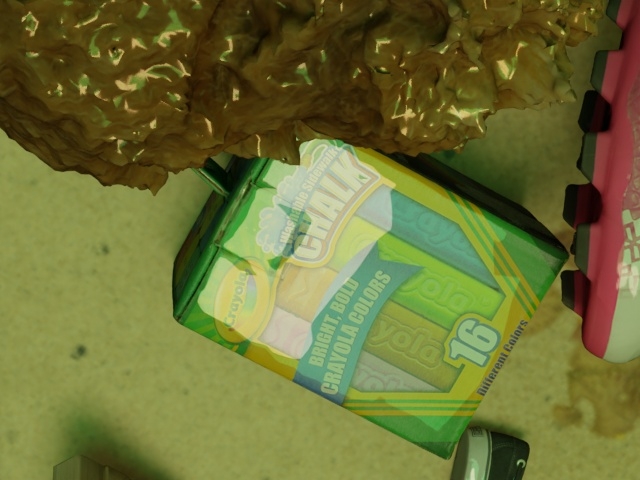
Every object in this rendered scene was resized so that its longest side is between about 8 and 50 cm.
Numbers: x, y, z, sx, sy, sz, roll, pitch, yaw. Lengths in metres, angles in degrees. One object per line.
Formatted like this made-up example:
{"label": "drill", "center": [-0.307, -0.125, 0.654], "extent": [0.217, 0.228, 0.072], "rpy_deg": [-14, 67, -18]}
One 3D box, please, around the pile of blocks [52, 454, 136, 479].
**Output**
{"label": "pile of blocks", "center": [-0.104, 0.304, 0.838], "extent": [0.113, 0.149, 0.362], "rpy_deg": [-28, 72, 27]}

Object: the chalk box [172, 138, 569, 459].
{"label": "chalk box", "center": [0.000, 0.000, 0.839], "extent": [0.213, 0.132, 0.132], "rpy_deg": [28, 99, -9]}

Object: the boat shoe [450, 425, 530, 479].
{"label": "boat shoe", "center": [0.094, 0.182, 0.931], "extent": [0.040, 0.049, 0.142], "rpy_deg": [9, 100, -7]}

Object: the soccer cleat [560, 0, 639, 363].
{"label": "soccer cleat", "center": [0.206, -0.092, 0.771], "extent": [0.143, 0.116, 0.331], "rpy_deg": [10, 67, 7]}

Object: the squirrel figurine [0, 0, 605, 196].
{"label": "squirrel figurine", "center": [-0.010, -0.221, 0.723], "extent": [0.371, 0.281, 0.397], "rpy_deg": [-17, 89, -17]}
